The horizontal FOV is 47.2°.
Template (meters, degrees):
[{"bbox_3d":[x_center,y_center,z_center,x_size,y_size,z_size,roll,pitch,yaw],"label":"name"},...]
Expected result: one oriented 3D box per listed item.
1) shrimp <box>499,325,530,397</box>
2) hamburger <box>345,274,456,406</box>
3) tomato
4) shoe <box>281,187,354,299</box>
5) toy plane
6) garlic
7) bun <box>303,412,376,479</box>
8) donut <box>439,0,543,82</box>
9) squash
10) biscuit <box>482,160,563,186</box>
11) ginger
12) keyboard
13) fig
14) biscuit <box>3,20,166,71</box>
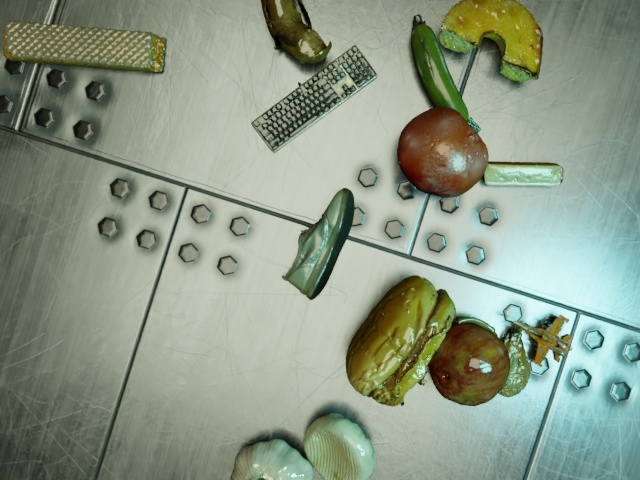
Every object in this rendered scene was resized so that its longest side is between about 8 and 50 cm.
[{"bbox_3d":[0.461,0.286,1.756,0.091,0.043,0.184,3,97,-7],"label":"shrimp"},{"bbox_3d":[0.177,0.217,1.634,0.158,0.318,0.319,33,91,-3],"label":"hamburger"},{"bbox_3d":[0.273,-0.194,1.669,0.184,0.208,0.208,-38,90,10],"label":"tomato"},{"bbox_3d":[0.000,0.000,1.729,0.098,0.103,0.275,24,90,12],"label":"shoe"},{"bbox_3d":[0.518,0.224,1.733,0.188,0.062,0.135,27,92,-15],"label":"toy plane"},{"bbox_3d":[-0.121,0.562,1.670,0.199,0.226,0.199,-1,86,9],"label":"garlic"},{"bbox_3d":[0.051,0.487,1.731,0.183,0.102,0.183,12,115,27],"label":"bun"},{"bbox_3d":[0.411,-0.485,1.707,0.259,0.101,0.152,27,82,-4],"label":"donut"},{"bbox_3d":[0.278,-0.385,1.731,0.080,0.071,0.318,-26,91,-2],"label":"squash"},{"bbox_3d":[0.479,-0.157,1.743,0.188,0.052,0.056,2,107,1],"label":"biscuit"},{"bbox_3d":[-0.075,-0.551,1.720,0.133,0.107,0.309,-20,87,15],"label":"ginger"},{"bbox_3d":[-0.017,-0.343,1.759,0.317,0.027,0.106,-37,91,2],"label":"keyboard"},{"bbox_3d":[0.350,0.275,1.692,0.205,0.205,0.205,0,91,1],"label":"fig"},{"bbox_3d":[-0.565,-0.461,1.750,0.378,0.054,0.094,5,91,1],"label":"biscuit"}]
